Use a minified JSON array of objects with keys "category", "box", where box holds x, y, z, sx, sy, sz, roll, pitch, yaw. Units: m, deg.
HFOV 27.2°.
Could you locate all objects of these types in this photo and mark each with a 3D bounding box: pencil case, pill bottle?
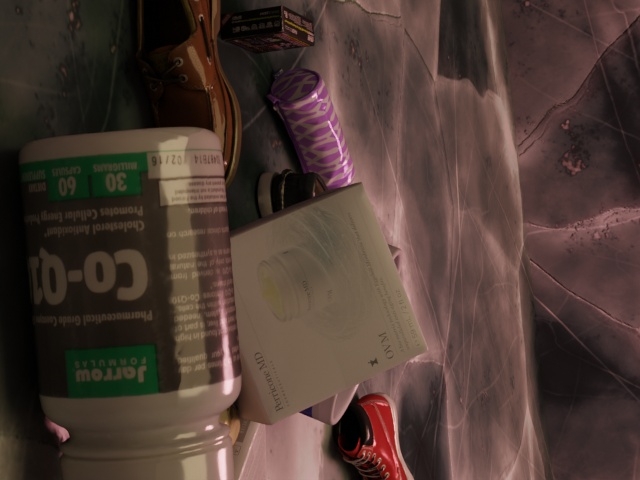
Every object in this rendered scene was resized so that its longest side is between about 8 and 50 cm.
[{"category":"pencil case","box":[-0.012,-0.161,1.993,0.088,0.086,0.206,-42,132,-21]},{"category":"pill bottle","box":[-0.184,0.075,1.317,0.204,0.204,0.361,-9,93,-69]}]

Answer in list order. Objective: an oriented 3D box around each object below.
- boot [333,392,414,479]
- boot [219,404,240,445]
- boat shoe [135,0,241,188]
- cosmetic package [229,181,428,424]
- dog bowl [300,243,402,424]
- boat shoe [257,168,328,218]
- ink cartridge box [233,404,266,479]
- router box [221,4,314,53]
[{"category":"boot","box":[0.081,0.376,2.136,0.176,0.088,0.244,-5,83,-69]},{"category":"boot","box":[-0.160,0.184,1.492,0.262,0.095,0.203,-70,150,-65]},{"category":"boat shoe","box":[-0.173,-0.203,1.561,0.104,0.111,0.307,16,62,-64]},{"category":"cosmetic package","box":[-0.025,0.075,1.609,0.224,0.225,0.138,68,-18,-4]},{"category":"dog bowl","box":[0.019,0.117,1.843,0.265,0.104,0.265,21,90,-80]},{"category":"boat shoe","box":[0.000,0.000,1.976,0.302,0.091,0.114,53,38,-55]},{"category":"ink cartridge box","box":[-0.114,0.345,1.699,0.181,0.056,0.224,-71,168,-47]},{"category":"router box","box":[-0.072,-0.293,1.843,0.122,0.092,0.038,4,83,-70]}]
